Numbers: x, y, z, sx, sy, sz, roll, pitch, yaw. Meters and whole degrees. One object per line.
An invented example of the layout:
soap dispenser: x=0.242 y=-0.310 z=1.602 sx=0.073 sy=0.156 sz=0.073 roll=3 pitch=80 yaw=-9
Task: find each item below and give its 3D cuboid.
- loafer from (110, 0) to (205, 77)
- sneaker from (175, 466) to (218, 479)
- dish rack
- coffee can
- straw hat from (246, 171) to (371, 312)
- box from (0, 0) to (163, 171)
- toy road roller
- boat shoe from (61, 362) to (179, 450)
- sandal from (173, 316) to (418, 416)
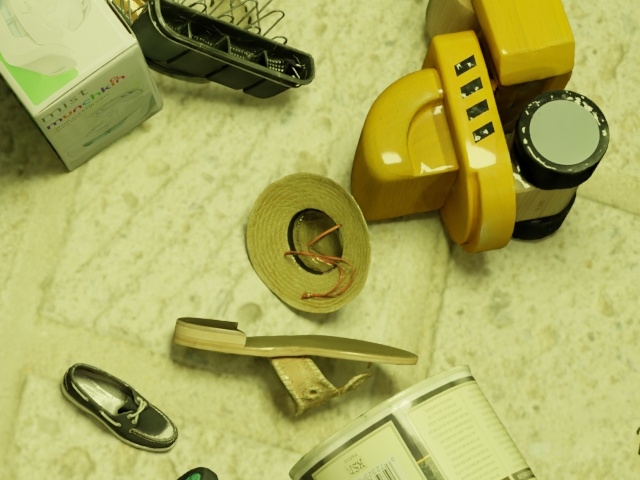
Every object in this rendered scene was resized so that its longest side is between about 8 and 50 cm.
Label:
loafer: x=-0.174 y=-0.226 z=2.001 sx=0.170 sy=0.061 sz=0.062 roll=27 pitch=60 yaw=-6
sneaker: x=-0.125 y=0.323 z=1.777 sx=0.098 sy=0.083 sz=0.224 roll=35 pitch=61 yaw=-27
dish rack: x=-0.118 y=-0.283 z=1.992 sx=0.208 sy=0.074 sz=0.272 roll=18 pitch=53 yaw=-41
coffee can: x=0.125 y=0.283 z=1.789 sx=0.201 sy=0.201 sz=0.275 roll=-25 pitch=76 yaw=-26
straw hat: x=0.000 y=0.000 z=1.952 sx=0.144 sy=0.144 sz=0.061 roll=53 pitch=24 yaw=10
box: x=-0.280 y=-0.225 z=1.856 sx=0.126 sy=0.231 sz=0.262 roll=-36 pitch=81 yaw=-5
toy road roller: x=0.139 y=-0.148 z=1.994 sx=0.240 sy=0.202 sz=0.330 roll=-10 pitch=71 yaw=-10
boat shoe: x=-0.189 y=0.157 z=1.838 sx=0.125 sy=0.038 sz=0.046 roll=35 pitch=61 yaw=0
sandal: x=-0.029 y=0.132 z=1.895 sx=0.240 sy=0.088 sz=0.079 roll=9 pitch=96 yaw=-6
